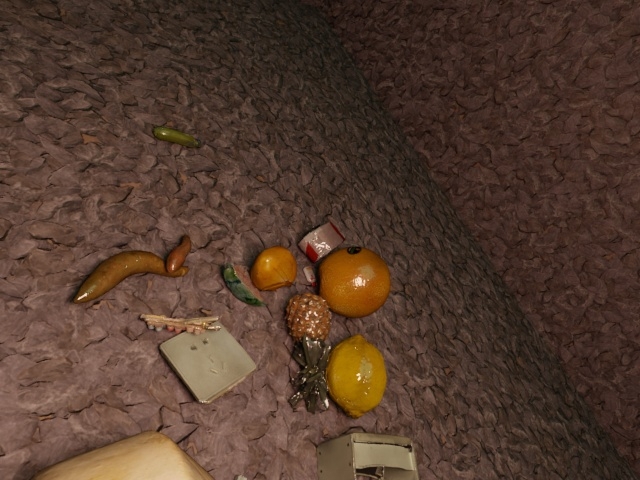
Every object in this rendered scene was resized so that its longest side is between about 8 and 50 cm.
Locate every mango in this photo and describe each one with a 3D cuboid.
[{"bbox_3d":[-0.154,0.091,1.421,0.126,0.154,0.252,54,-3,18],"label":"mango"}]

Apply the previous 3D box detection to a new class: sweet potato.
[{"bbox_3d":[-0.415,0.028,1.294,0.050,0.050,0.214,35,23,-17],"label":"sweet potato"},{"bbox_3d":[-0.520,0.083,1.186,0.346,0.079,0.108,-15,83,-54],"label":"sweet potato"}]

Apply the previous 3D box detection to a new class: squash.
[{"bbox_3d":[-0.518,-0.373,1.576,0.184,0.052,0.052,12,52,-41],"label":"squash"}]

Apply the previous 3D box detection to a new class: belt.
[{"bbox_3d":[0.000,0.000,1.692,0.124,0.128,0.201,51,35,4],"label":"belt"}]

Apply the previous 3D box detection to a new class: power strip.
[{"bbox_3d":[-0.308,0.332,1.185,0.213,0.064,0.198,46,38,18],"label":"power strip"}]

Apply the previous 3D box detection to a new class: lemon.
[{"bbox_3d":[0.114,0.434,1.389,0.204,0.204,0.259,18,65,-33],"label":"lemon"}]

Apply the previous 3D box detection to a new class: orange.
[{"bbox_3d":[0.119,0.152,1.577,0.274,0.274,0.274,25,45,-27],"label":"orange"}]

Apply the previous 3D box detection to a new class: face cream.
[{"bbox_3d":[-0.038,0.137,1.630,0.040,0.021,0.083,-4,63,-44],"label":"face cream"}]

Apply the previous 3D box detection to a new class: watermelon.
[{"bbox_3d":[-0.249,0.138,1.405,0.187,0.071,0.139,54,17,-17],"label":"watermelon"}]

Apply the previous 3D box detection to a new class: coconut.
[{"bbox_3d":[-0.340,0.533,0.743,0.416,0.416,0.344,0,80,-43],"label":"coconut"}]

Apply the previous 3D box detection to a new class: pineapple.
[{"bbox_3d":[-0.028,0.348,1.358,0.166,0.165,0.364,19,47,-32],"label":"pineapple"}]

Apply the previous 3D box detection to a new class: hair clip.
[{"bbox_3d":[-0.378,0.228,1.174,0.214,0.056,0.062,2,20,-4],"label":"hair clip"}]

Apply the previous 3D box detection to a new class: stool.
[{"bbox_3d":[0.141,0.703,1.222,0.244,0.170,0.269,19,48,-30],"label":"stool"}]

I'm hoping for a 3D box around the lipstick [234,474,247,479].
[{"bbox_3d":[-0.211,0.637,1.060,0.025,0.025,0.107,32,48,-20],"label":"lipstick"}]
